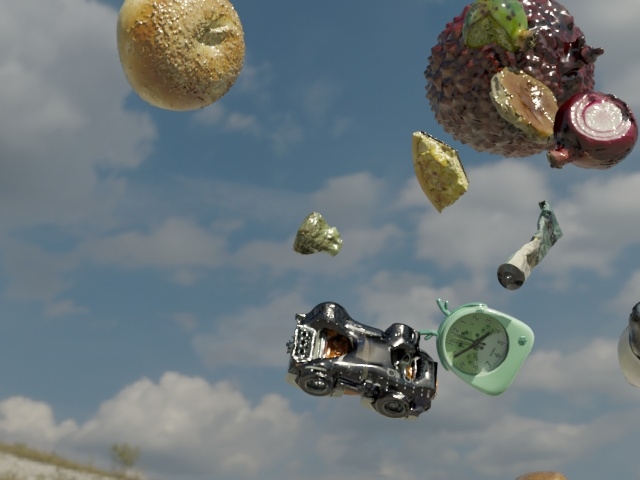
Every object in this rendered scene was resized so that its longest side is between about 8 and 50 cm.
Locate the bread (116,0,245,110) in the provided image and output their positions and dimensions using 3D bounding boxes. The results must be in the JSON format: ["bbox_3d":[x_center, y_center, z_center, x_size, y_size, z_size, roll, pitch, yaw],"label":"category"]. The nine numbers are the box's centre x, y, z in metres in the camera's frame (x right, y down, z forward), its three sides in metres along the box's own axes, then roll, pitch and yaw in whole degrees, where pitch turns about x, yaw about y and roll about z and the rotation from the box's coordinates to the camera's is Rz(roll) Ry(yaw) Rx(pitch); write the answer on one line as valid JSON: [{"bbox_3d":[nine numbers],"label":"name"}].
[{"bbox_3d":[-0.275,-0.413,1.852,0.159,0.305,0.305,6,-16,40],"label":"bread"}]

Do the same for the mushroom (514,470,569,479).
[{"bbox_3d":[0.403,0.579,1.696,0.163,0.278,0.297,5,-58,3],"label":"mushroom"}]

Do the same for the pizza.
[{"bbox_3d":[0.215,-0.125,1.634,0.099,0.036,0.160,-1,-63,47],"label":"pizza"}]

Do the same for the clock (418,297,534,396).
[{"bbox_3d":[0.302,0.196,1.759,0.211,0.159,0.066,31,4,0],"label":"clock"}]

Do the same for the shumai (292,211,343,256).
[{"bbox_3d":[0.000,0.000,1.633,0.080,0.083,0.082,28,-10,15],"label":"shumai"}]

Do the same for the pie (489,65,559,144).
[{"bbox_3d":[0.448,-0.289,1.933,0.195,0.195,0.046,14,-36,-28],"label":"pie"}]

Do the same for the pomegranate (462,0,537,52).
[{"bbox_3d":[0.401,-0.480,1.971,0.169,0.122,0.143,9,-20,32],"label":"pomegranate"}]

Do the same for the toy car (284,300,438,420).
[{"bbox_3d":[0.081,0.241,1.695,0.301,0.193,0.118,19,-47,-8],"label":"toy car"}]

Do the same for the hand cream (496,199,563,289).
[{"bbox_3d":[0.368,0.014,1.570,0.052,0.248,0.075,7,-59,29],"label":"hand cream"}]

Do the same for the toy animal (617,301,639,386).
[{"bbox_3d":[0.792,0.234,2.018,0.212,0.212,0.267,-3,-29,7],"label":"toy animal"}]

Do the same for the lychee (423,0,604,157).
[{"bbox_3d":[0.497,-0.416,2.254,0.500,0.424,0.424,0,-18,46],"label":"lychee"}]

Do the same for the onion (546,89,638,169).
[{"bbox_3d":[0.536,-0.199,1.811,0.198,0.173,0.135,-38,-36,-5],"label":"onion"}]
